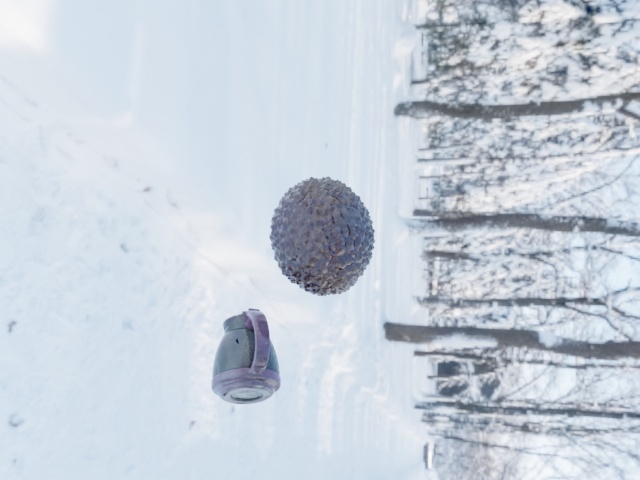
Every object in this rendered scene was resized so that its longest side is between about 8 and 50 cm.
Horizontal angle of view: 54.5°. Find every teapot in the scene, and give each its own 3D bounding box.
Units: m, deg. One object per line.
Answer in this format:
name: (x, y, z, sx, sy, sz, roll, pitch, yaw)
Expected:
teapot: (-0.130, 0.189, 1.052, 0.148, 0.116, 0.146, 77, 6, -57)

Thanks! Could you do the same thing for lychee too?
lychee: (0.000, 0.000, 1.011, 0.188, 0.188, 0.188, 1, 90, -78)
